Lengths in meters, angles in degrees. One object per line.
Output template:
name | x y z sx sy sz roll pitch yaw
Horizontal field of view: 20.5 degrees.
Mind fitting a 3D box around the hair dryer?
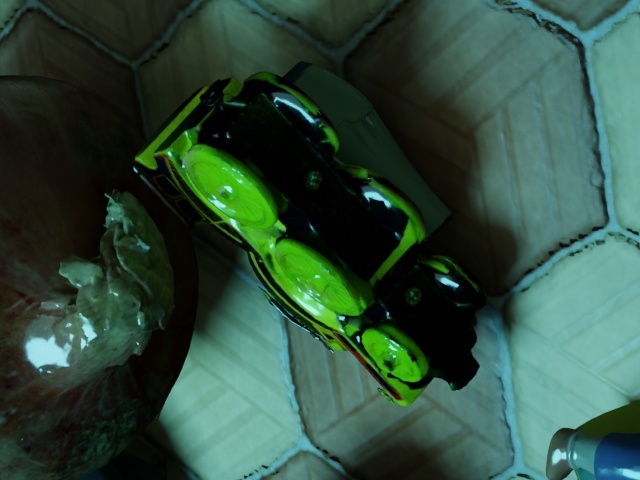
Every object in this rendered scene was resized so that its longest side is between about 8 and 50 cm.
hair dryer | 0.016 -0.028 1.387 0.167 0.067 0.199 37 138 16

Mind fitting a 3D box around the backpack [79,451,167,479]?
backpack | -0.343 0.248 1.656 0.445 0.255 0.363 41 130 3

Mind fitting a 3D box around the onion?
onion | -0.249 0.038 1.415 0.353 0.353 0.354 16 116 34

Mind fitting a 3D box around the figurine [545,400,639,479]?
figurine | 0.263 0.236 1.226 0.158 0.161 0.275 -168 60 -81

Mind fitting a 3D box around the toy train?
toy train | 0.000 0.000 1.314 0.296 0.100 0.160 48 156 -17
